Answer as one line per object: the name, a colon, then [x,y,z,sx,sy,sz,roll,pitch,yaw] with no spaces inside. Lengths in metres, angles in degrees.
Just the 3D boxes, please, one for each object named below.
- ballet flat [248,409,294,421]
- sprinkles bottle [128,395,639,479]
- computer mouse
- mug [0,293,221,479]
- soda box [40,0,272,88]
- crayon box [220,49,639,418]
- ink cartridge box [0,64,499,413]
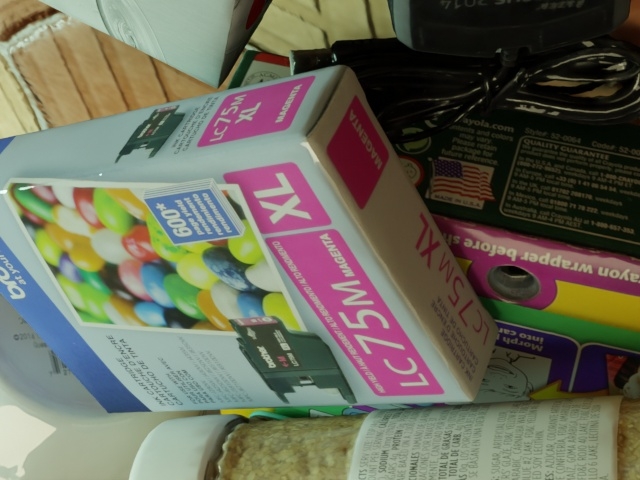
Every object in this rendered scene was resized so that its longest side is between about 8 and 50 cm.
ballet flat: [0.051,0.170,0.791,0.248,0.086,0.086,7,146,18]
sprinkles bottle: [0.077,0.145,0.681,0.355,0.121,0.121,-6,140,19]
computer mouse: [0.073,-0.145,0.570,0.188,0.072,0.272,-1,152,3]
mug: [-0.182,0.121,1.024,0.374,0.276,0.328,7,152,-24]
soda box: [-0.152,-0.192,0.636,0.286,0.091,0.098,26,155,1]
crayon box: [0.117,0.062,0.784,0.362,0.106,0.313,13,142,12]
ink cartridge box: [-0.080,0.016,0.698,0.311,0.065,0.186,-5,132,36]
